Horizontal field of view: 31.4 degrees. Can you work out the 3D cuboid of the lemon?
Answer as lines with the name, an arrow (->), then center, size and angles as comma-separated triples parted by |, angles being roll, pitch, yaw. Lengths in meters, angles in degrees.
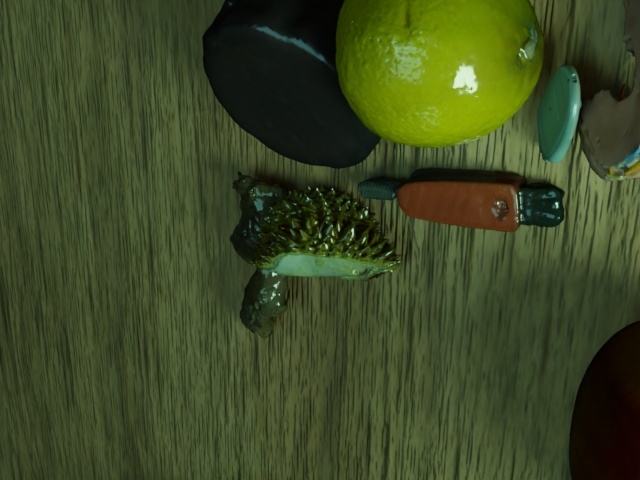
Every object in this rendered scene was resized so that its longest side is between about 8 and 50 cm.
lemon -> 0.154, -0.231, 1.362 | 0.219, 0.240, 0.241 | -1, 110, 35

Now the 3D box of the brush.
brush -> 0.181, -0.057, 1.552 | 0.323, 0.051, 0.070 | 7, 118, 39

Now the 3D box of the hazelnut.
hazelnut -> 0.436, 0.268, 1.291 | 0.365, 0.365, 0.366 | 19, 123, 33

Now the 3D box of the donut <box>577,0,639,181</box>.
donut -> 0.369, -0.167, 1.266 | 0.199, 0.085, 0.233 | -99, 22, -47

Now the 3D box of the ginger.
ginger -> -0.099, 0.036, 1.817 | 0.122, 0.084, 0.290 | 13, 118, 23

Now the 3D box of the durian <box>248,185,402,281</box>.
durian -> 0.000, 0.000, 1.690 | 0.252, 0.144, 0.139 | -1, 140, 14

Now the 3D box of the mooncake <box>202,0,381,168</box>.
mooncake -> -0.019, -0.232, 1.538 | 0.283, 0.141, 0.283 | 27, 153, 15

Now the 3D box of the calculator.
calculator -> 0.288, -0.150, 1.386 | 0.153, 0.021, 0.095 | 104, 165, -59
